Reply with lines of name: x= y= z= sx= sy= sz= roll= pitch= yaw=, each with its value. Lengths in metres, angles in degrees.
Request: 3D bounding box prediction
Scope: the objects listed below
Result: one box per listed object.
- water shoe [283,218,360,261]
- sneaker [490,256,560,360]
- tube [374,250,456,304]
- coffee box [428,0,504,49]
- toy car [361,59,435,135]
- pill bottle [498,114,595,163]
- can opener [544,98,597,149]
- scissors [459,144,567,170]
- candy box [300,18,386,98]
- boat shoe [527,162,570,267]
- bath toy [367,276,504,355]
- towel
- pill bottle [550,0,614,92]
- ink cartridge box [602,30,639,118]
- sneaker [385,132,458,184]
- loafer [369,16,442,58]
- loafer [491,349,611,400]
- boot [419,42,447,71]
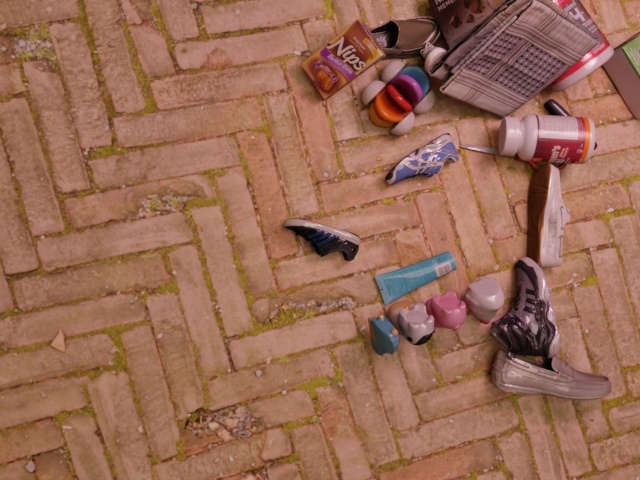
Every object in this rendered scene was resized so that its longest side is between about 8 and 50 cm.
water shoe: x=0.000 y=0.000 z=1.653 sx=0.203 sy=0.073 sz=0.080 roll=15 pitch=88 yaw=-7
sneaker: x=0.510 y=0.176 z=1.695 sx=0.153 sy=0.101 sz=0.268 roll=-8 pitch=71 yaw=-4
tube: x=0.248 y=0.091 z=1.702 sx=0.207 sy=0.052 sz=0.080 roll=-22 pitch=86 yaw=-4
coffee box: x=0.433 y=-0.611 z=1.629 sx=0.119 sy=0.297 sz=0.168 roll=-27 pitch=93 yaw=-43
toy car: x=0.205 y=-0.370 z=1.668 sx=0.159 sy=0.136 sz=0.182 roll=44 pitch=82 yaw=-4
pill bottle: x=0.582 y=-0.264 z=1.706 sx=0.221 sy=0.121 sz=0.121 roll=4 pitch=87 yaw=3
can opener: x=0.675 y=-0.309 z=1.778 sx=0.073 sy=0.059 sz=0.186 roll=-40 pitch=94 yaw=-8
scissors: x=0.522 y=-0.225 z=1.770 sx=0.297 sy=0.021 sz=0.109 roll=-8 pitch=89 yaw=-10
candy box: x=0.057 y=-0.453 z=1.649 sx=0.187 sy=0.053 sz=0.109 roll=-33 pitch=93 yaw=21
boat shoe: x=0.611 y=-0.064 z=1.742 sx=0.096 sy=0.098 sz=0.277 roll=2 pitch=96 yaw=-9
bath toy: x=0.298 y=0.193 z=1.666 sx=0.348 sy=0.151 sz=0.129 roll=-16 pitch=128 yaw=-12
towel: x=0.465 y=-0.434 z=1.585 sx=0.324 sy=0.312 sz=0.056 roll=14 pitch=52 yaw=-37
pill bottle: x=0.601 y=-0.563 z=1.718 sx=0.176 sy=0.176 sz=0.318 roll=-37 pitch=94 yaw=-9
ink cartridge box: x=0.945 y=-0.497 z=1.798 sx=0.278 sy=0.117 sz=0.201 roll=-34 pitch=93 yaw=-9
sneaker: x=0.265 y=-0.197 z=1.699 sx=0.211 sy=0.080 sz=0.081 roll=-31 pitch=89 yaw=-8
loafer: x=0.205 y=-0.521 z=1.700 sx=0.251 sy=0.087 sz=0.094 roll=-19 pitch=90 yaw=-9
loafer: x=0.604 y=0.346 z=1.712 sx=0.320 sy=0.112 sz=0.111 roll=7 pitch=95 yaw=-8
boot: x=0.278 y=-0.463 z=1.662 sx=0.069 sy=0.190 sz=0.086 roll=-41 pitch=77 yaw=12
